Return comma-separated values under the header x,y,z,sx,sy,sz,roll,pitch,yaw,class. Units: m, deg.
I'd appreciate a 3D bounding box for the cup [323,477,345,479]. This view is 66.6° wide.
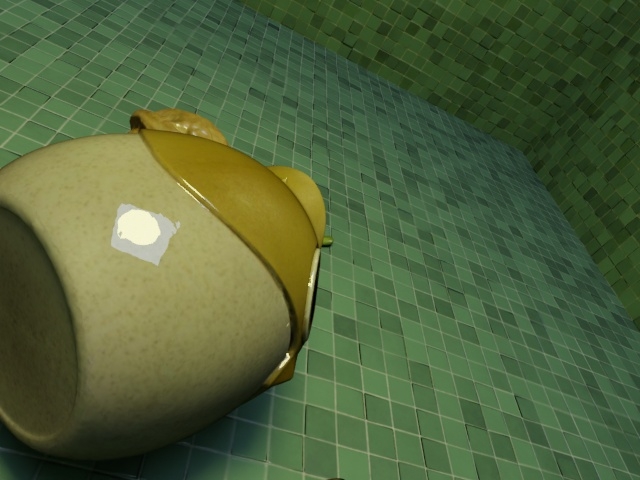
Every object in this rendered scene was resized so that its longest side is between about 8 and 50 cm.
x,y,z,sx,sy,sz,roll,pitch,yaw,class
0.016,0.445,0.646,0.166,0.239,0.177,-28,51,-6,cup

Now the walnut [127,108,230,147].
x,y,z,sx,sy,sz,roll,pitch,yaw,class
-0.311,-0.167,1.022,0.257,0.257,0.224,40,72,9,walnut

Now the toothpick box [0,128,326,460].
x,y,z,sx,sy,sz,roll,pitch,yaw,class
-0.202,0.057,0.674,0.409,0.409,0.425,46,31,17,toothpick box

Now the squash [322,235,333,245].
x,y,z,sx,sy,sz,roll,pitch,yaw,class
0.000,0.000,1.242,0.083,0.027,0.027,4,44,-37,squash
